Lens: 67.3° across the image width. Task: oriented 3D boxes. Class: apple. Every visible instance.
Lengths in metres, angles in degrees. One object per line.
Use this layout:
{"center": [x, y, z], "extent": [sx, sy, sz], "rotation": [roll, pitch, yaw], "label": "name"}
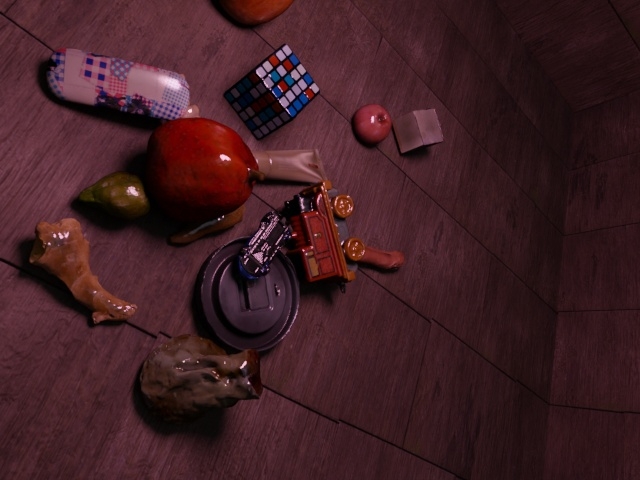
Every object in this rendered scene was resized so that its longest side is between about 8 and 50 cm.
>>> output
{"center": [-0.187, -0.841, 1.477], "extent": [0.301, 0.301, 0.302], "rotation": [10, 74, -38], "label": "apple"}
{"center": [0.197, -0.441, 1.810], "extent": [0.153, 0.120, 0.154], "rotation": [9, 75, -38], "label": "apple"}

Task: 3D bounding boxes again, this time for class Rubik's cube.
{"center": [-0.146, -0.455, 1.478], "extent": [0.182, 0.187, 0.184], "rotation": [52, 51, -19], "label": "Rubik's cube"}

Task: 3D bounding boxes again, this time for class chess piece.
{"center": [-0.376, -0.365, 1.329], "extent": [0.094, 0.094, 0.171], "rotation": [-44, 112, -38], "label": "chess piece"}

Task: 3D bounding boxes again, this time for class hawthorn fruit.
{"center": [-0.285, -0.179, 1.211], "extent": [0.265, 0.307, 0.266], "rotation": [6, 90, -68], "label": "hawthorn fruit"}

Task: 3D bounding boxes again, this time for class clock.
{"center": [-0.203, 0.153, 1.370], "extent": [0.324, 0.067, 0.326], "rotation": [10, 74, -39], "label": "clock"}

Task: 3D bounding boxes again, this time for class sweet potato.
{"center": [-0.302, -0.049, 1.328], "extent": [0.243, 0.077, 0.077], "rotation": [-30, 100, -41], "label": "sweet potato"}

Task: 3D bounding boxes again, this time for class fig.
{"center": [-0.495, -0.100, 1.154], "extent": [0.156, 0.123, 0.123], "rotation": [-20, 93, -25], "label": "fig"}

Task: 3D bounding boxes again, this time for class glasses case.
{"center": [-0.494, -0.384, 1.194], "extent": [0.327, 0.076, 0.125], "rotation": [5, 103, -25], "label": "glasses case"}

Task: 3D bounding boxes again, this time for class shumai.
{"center": [-0.286, 0.335, 1.173], "extent": [0.271, 0.203, 0.222], "rotation": [-12, 87, -38], "label": "shumai"}

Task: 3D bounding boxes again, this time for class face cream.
{"center": [-0.103, -0.240, 1.545], "extent": [0.341, 0.084, 0.138], "rotation": [-8, 76, -48], "label": "face cream"}

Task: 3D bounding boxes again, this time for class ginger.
{"center": [-0.539, 0.075, 1.100], "extent": [0.295, 0.086, 0.131], "rotation": [57, 42, -26], "label": "ginger"}

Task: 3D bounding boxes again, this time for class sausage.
{"center": [0.196, 0.060, 1.729], "extent": [0.304, 0.078, 0.078], "rotation": [11, 73, -40], "label": "sausage"}

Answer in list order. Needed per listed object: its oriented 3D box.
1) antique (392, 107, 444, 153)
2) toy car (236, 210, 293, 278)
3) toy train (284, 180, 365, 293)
{"center": [0.392, -0.444, 1.958], "extent": [0.151, 0.147, 0.147], "rotation": [-18, 92, -41], "label": "antique"}
{"center": [-0.162, 0.015, 1.350], "extent": [0.103, 0.063, 0.216], "rotation": [45, 61, -22], "label": "toy car"}
{"center": [0.000, 0.000, 1.524], "extent": [0.231, 0.163, 0.370], "rotation": [-15, 90, -33], "label": "toy train"}
